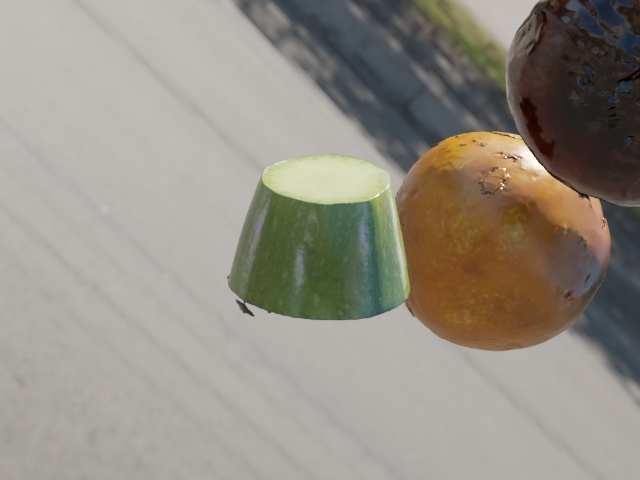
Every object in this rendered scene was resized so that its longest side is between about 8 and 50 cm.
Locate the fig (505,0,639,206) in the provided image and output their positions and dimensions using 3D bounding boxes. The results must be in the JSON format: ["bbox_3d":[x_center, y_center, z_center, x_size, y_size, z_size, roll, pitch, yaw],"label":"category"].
[{"bbox_3d":[0.289,-0.143,1.705,0.263,0.224,0.224,19,31,-46],"label":"fig"}]

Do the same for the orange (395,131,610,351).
[{"bbox_3d":[0.193,-0.001,2.091,0.246,0.246,0.246,45,14,-14],"label":"orange"}]

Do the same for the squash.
[{"bbox_3d":[0.000,0.000,1.725,0.170,0.123,0.170,2,24,-1],"label":"squash"}]
